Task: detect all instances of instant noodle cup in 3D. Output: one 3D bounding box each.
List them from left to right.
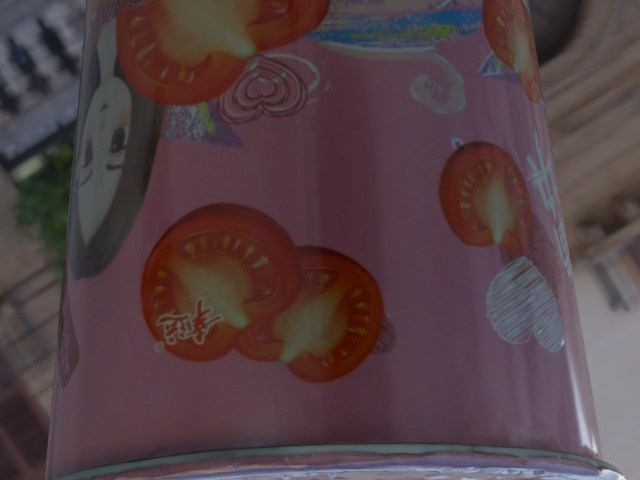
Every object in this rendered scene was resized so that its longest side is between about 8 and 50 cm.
[{"bbox_3d":[0.000,0.000,0.759,0.243,0.231,0.243,-1,165,0],"label":"instant noodle cup"}]
